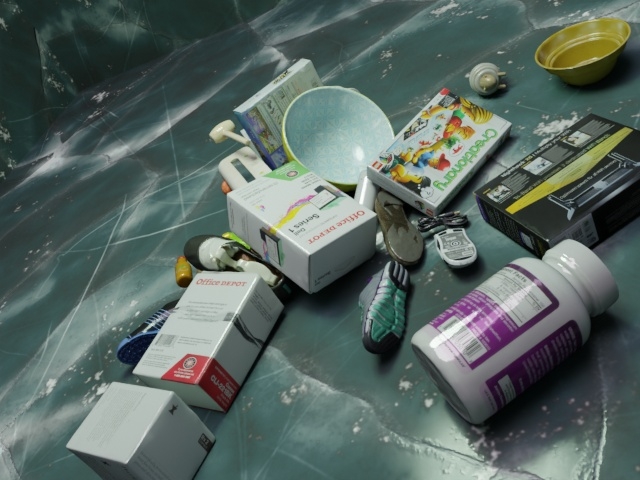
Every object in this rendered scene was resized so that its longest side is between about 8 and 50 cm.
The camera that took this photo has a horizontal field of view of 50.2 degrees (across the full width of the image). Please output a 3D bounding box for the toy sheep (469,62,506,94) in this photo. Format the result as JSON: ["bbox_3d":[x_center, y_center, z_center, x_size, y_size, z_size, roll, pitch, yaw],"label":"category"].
[{"bbox_3d":[0.433,-0.423,1.786,0.091,0.091,0.132,-26,19,8],"label":"toy sheep"}]

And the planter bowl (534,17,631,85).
[{"bbox_3d":[0.633,-0.434,1.631,0.217,0.090,0.217,-21,33,15],"label":"planter bowl"}]

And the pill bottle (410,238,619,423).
[{"bbox_3d":[0.306,0.133,1.067,0.301,0.169,0.169,-35,33,-7],"label":"pill bottle"}]

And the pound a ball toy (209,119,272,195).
[{"bbox_3d":[-0.214,-0.176,1.852,0.136,0.208,0.319,-34,34,-6],"label":"pound a ball toy"}]

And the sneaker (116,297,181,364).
[{"bbox_3d":[-0.368,0.204,1.594,0.232,0.081,0.090,-27,30,-7],"label":"sneaker"}]

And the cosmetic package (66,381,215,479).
[{"bbox_3d":[-0.330,0.374,1.265,0.184,0.151,0.151,-2,43,38],"label":"cosmetic package"}]

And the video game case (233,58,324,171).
[{"bbox_3d":[-0.070,-0.311,1.860,0.244,0.269,0.061,-41,33,-16],"label":"video game case"}]

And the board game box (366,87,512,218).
[{"bbox_3d":[0.274,-0.207,1.574,0.193,0.053,0.305,34,66,23],"label":"board game box"}]

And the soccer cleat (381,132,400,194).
[{"bbox_3d":[0.197,-0.177,1.640,0.068,0.076,0.196,128,161,-54],"label":"soccer cleat"}]

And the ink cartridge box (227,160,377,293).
[{"bbox_3d":[-0.040,-0.037,1.496,0.201,0.117,0.278,-31,50,-31],"label":"ink cartridge box"}]

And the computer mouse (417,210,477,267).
[{"bbox_3d":[0.264,0.006,1.381,0.106,0.042,0.193,-11,33,2],"label":"computer mouse"}]

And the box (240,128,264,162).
[{"bbox_3d":[-0.176,-0.303,2.087,0.087,0.102,0.101,-33,34,0],"label":"box"}]

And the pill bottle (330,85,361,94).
[{"bbox_3d":[0.020,-0.400,2.046,0.208,0.119,0.119,8,49,44],"label":"pill bottle"}]

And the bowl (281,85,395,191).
[{"bbox_3d":[0.031,-0.231,1.749,0.289,0.289,0.156,-51,-5,-28],"label":"bowl"}]

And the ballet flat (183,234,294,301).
[{"bbox_3d":[-0.186,0.046,1.518,0.280,0.096,0.095,21,75,12],"label":"ballet flat"}]

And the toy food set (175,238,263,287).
[{"bbox_3d":[-0.231,0.050,1.653,0.232,0.111,0.104,-28,33,1],"label":"toy food set"}]

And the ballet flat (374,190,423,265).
[{"bbox_3d":[0.164,-0.020,1.492,0.084,0.058,0.250,3,37,-15],"label":"ballet flat"}]

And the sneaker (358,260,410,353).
[{"bbox_3d":[0.109,0.141,1.318,0.098,0.083,0.223,-32,22,39],"label":"sneaker"}]

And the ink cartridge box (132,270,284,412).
[{"bbox_3d":[-0.230,0.204,1.433,0.197,0.114,0.273,-1,48,38],"label":"ink cartridge box"}]

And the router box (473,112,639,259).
[{"bbox_3d":[0.491,-0.104,1.313,0.309,0.081,0.243,-34,33,-4],"label":"router box"}]

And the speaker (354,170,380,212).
[{"bbox_3d":[0.104,-0.092,1.591,0.055,0.055,0.136,-4,61,35],"label":"speaker"}]

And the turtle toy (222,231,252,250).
[{"bbox_3d":[-0.195,0.000,1.731,0.095,0.066,0.130,-24,31,-7],"label":"turtle toy"}]
